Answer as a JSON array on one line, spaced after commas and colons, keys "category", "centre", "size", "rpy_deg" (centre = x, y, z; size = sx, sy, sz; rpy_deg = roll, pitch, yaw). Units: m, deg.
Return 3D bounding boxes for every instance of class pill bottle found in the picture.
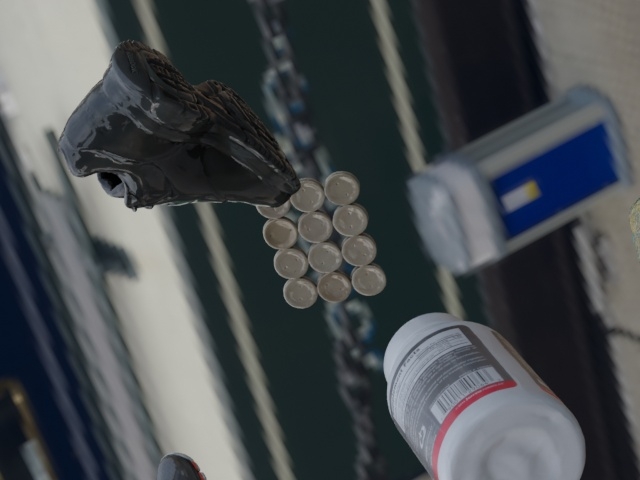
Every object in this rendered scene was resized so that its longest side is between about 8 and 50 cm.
[{"category": "pill bottle", "centre": [0.182, 0.203, 2.298], "size": [0.318, 0.176, 0.176], "rpy_deg": [-127, 18, -65]}]

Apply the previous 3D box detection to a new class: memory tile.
[{"category": "memory tile", "centre": [0.000, 0.000, 1.988], "size": [0.012, 0.113, 0.148], "rpy_deg": [-85, -19, -62]}]

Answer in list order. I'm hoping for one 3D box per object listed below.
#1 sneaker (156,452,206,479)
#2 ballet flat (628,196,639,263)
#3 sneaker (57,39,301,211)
[{"category": "sneaker", "centre": [-0.144, 0.276, 1.845], "size": [0.061, 0.065, 0.158], "rpy_deg": [-31, 56, 34]}, {"category": "ballet flat", "centre": [0.368, 0.065, 1.775], "size": [0.123, 0.123, 0.349], "rpy_deg": [90, 175, -48]}, {"category": "sneaker", "centre": [-0.128, -0.080, 1.699], "size": [0.286, 0.130, 0.109], "rpy_deg": [27, -157, -53]}]
